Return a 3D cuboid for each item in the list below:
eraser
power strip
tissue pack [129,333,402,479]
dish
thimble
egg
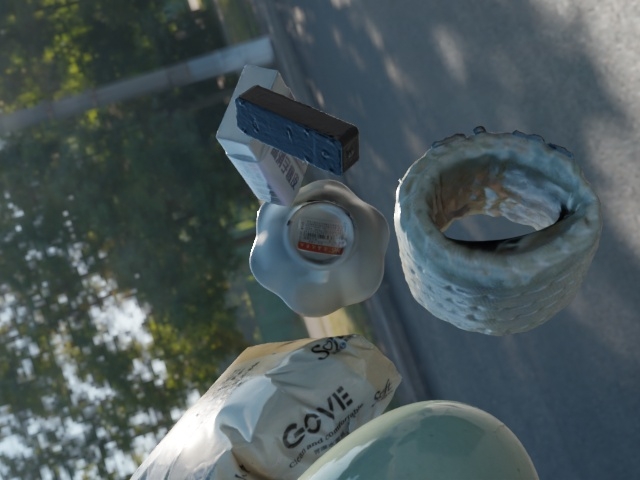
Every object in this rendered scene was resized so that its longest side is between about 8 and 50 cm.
[{"bbox_3d":[-0.075,-0.147,1.557,0.210,0.067,0.125,58,-130,-65],"label":"eraser"},{"bbox_3d":[-0.018,-0.089,0.870,0.111,0.029,0.038,27,139,27],"label":"power strip"},{"bbox_3d":[-0.092,0.297,1.629,0.195,0.375,0.390,56,146,-9],"label":"tissue pack"},{"bbox_3d":[0.000,0.000,1.678,0.081,0.229,0.230,99,153,-73],"label":"dish"},{"bbox_3d":[0.103,-0.004,0.644,0.090,0.115,0.102,75,-178,-63],"label":"thimble"},{"bbox_3d":[0.039,0.217,0.627,0.183,0.182,0.264,86,-151,-71],"label":"egg"}]
